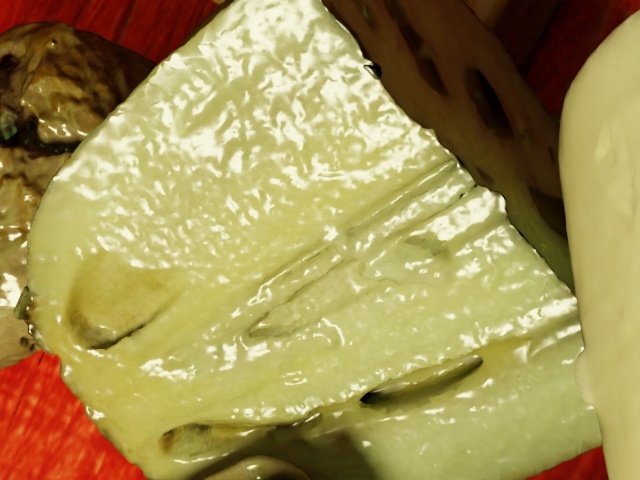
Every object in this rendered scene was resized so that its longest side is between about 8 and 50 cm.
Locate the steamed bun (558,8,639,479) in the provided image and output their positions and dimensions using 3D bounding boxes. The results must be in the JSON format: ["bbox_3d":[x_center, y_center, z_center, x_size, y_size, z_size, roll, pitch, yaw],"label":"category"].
[{"bbox_3d":[0.317,0.029,0.472,0.456,0.290,0.371,-32,57,41],"label":"steamed bun"}]

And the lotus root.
[{"bbox_3d":[-0.001,0.015,0.722,0.260,0.267,0.149,-35,14,31],"label":"lotus root"}]

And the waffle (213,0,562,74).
[{"bbox_3d":[0.078,-0.248,0.810,0.224,0.098,0.327,29,83,16],"label":"waffle"}]

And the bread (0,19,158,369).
[{"bbox_3d":[-0.183,-0.036,0.846,0.230,0.123,0.230,-27,38,23],"label":"bread"}]

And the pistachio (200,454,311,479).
[{"bbox_3d":[-0.062,0.215,0.691,0.137,0.153,0.237,-124,52,-63],"label":"pistachio"}]
